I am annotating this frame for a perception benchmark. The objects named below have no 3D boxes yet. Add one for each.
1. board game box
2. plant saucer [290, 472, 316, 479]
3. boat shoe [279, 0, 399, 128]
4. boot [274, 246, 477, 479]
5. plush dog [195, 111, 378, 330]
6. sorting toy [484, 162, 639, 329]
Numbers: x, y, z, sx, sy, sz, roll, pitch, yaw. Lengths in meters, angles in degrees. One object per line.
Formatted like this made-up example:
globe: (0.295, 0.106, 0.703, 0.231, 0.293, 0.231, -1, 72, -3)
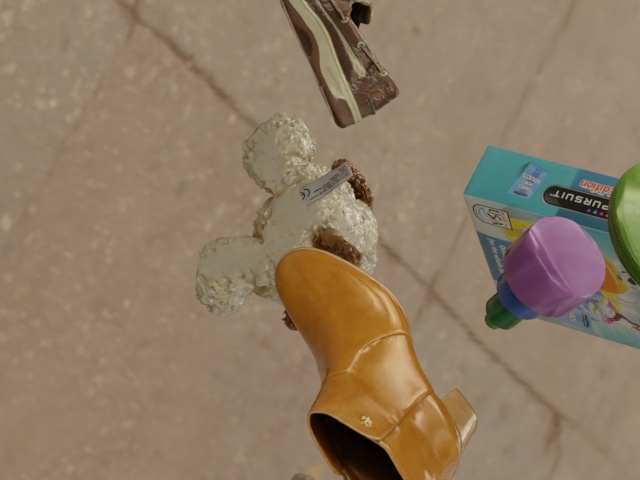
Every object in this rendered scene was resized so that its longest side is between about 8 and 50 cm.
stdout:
board game box: (0.350, 0.030, 1.852, 0.079, 0.336, 0.254, -60, 149, -23)
plant saucer: (0.012, 0.405, 1.873, 0.278, 0.041, 0.278, -11, 90, -83)
boat shoe: (0.016, -0.253, 1.860, 0.095, 0.257, 0.095, -23, 162, 0)
boot: (0.029, 0.136, 1.642, 0.104, 0.295, 0.211, -49, 170, 26)
plush dog: (0.000, 0.000, 1.979, 0.225, 0.210, 0.262, 24, 87, -63)
sorting toy: (0.267, 0.017, 1.265, 0.365, 0.127, 0.126, -11, 158, -35)
